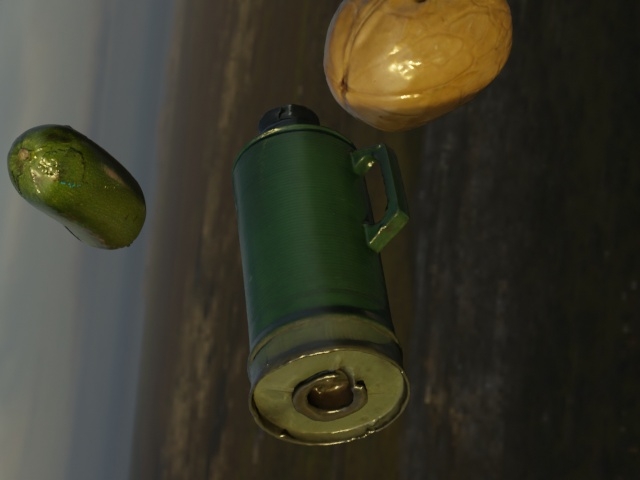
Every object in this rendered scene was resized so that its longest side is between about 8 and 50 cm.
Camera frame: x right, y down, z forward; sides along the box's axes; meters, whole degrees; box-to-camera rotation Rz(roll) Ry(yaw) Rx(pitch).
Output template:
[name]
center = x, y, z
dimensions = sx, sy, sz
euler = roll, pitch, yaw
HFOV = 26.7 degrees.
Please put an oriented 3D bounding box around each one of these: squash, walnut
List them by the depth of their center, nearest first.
[squash]
center = -0.215, -0.039, 1.272
dimensions = 0.331, 0.087, 0.087
euler = 72, -158, -77
[walnut]
center = 0.095, -0.199, 1.357
dimensions = 0.165, 0.197, 0.165
euler = 41, 145, 37

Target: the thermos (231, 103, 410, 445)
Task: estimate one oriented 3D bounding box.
[thermos]
center = -0.005, 0.001, 0.664
dimensions = 0.187, 0.073, 0.083
euler = -100, 29, -43
